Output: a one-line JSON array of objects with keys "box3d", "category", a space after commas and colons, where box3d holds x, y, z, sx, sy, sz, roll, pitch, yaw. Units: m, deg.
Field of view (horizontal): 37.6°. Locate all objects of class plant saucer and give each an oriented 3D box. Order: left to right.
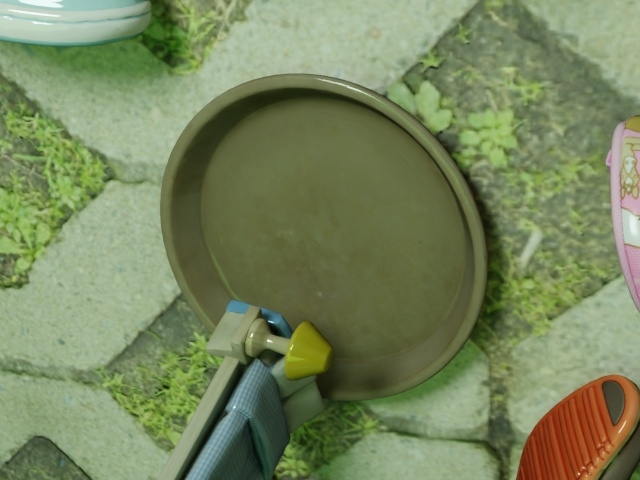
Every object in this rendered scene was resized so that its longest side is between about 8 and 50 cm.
[{"box3d": [0.000, 0.000, 0.749, 0.278, 0.041, 0.277, 10, 116, 20], "category": "plant saucer"}]

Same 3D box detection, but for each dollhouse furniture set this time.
[{"box3d": [-0.024, 0.248, 0.697, 0.198, 0.286, 0.303, 15, 143, 19], "category": "dollhouse furniture set"}]

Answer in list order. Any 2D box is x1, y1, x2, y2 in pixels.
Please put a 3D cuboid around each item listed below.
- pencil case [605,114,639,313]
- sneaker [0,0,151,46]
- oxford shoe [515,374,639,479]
[{"box3d": [0.347, -0.035, 0.496, 0.386, 0.167, 0.160, -15, 110, 30], "category": "pencil case"}, {"box3d": [-0.262, -0.276, 0.696, 0.319, 0.127, 0.208, 21, 121, 14], "category": "sneaker"}, {"box3d": [0.202, 0.214, 0.736, 0.098, 0.097, 0.271, 16, 125, -5], "category": "oxford shoe"}]
